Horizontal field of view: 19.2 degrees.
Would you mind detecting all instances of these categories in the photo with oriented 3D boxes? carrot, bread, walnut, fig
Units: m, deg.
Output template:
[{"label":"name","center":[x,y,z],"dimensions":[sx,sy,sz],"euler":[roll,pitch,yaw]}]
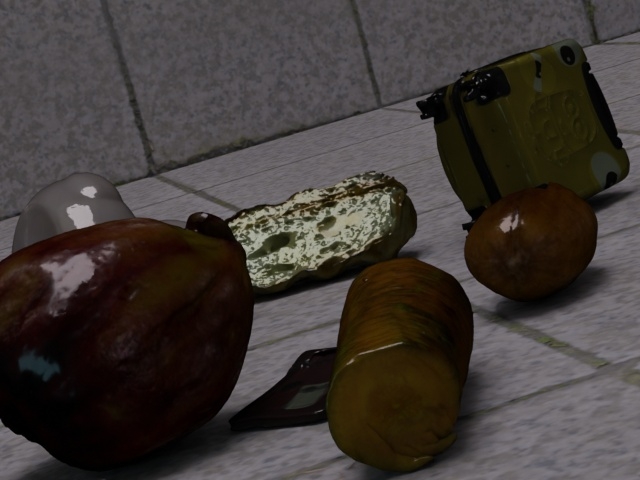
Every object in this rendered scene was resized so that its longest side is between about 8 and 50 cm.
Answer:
[{"label":"carrot","center":[0.064,0.088,1.463],"dimensions":[0.114,0.114,0.302],"euler":[-14,11,7]},{"label":"bread","center":[0.000,0.000,2.196],"dimensions":[0.232,0.088,0.128],"euler":[-19,45,3]},{"label":"walnut","center":[0.203,-0.002,1.794],"dimensions":[0.116,0.116,0.207],"euler":[-11,10,25]},{"label":"fig","center":[-0.178,0.087,1.592],"dimensions":[0.263,0.224,0.224],"euler":[-13,8,-8]}]

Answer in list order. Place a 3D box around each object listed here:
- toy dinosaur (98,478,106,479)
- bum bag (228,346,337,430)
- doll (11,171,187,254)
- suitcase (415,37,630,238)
[{"label":"toy dinosaur","center":[-0.264,0.224,1.437],"dimensions":[0.220,0.032,0.108],"euler":[-25,13,0]},{"label":"bum bag","center":[-0.001,0.127,1.631],"dimensions":[0.109,0.026,0.159],"euler":[-10,16,34]},{"label":"doll","center":[-0.215,0.032,2.071],"dimensions":[0.221,0.221,0.251],"euler":[-20,26,-28]},{"label":"suitcase","center":[0.229,-0.115,2.174],"dimensions":[0.143,0.194,0.235],"euler":[-20,2,45]}]
